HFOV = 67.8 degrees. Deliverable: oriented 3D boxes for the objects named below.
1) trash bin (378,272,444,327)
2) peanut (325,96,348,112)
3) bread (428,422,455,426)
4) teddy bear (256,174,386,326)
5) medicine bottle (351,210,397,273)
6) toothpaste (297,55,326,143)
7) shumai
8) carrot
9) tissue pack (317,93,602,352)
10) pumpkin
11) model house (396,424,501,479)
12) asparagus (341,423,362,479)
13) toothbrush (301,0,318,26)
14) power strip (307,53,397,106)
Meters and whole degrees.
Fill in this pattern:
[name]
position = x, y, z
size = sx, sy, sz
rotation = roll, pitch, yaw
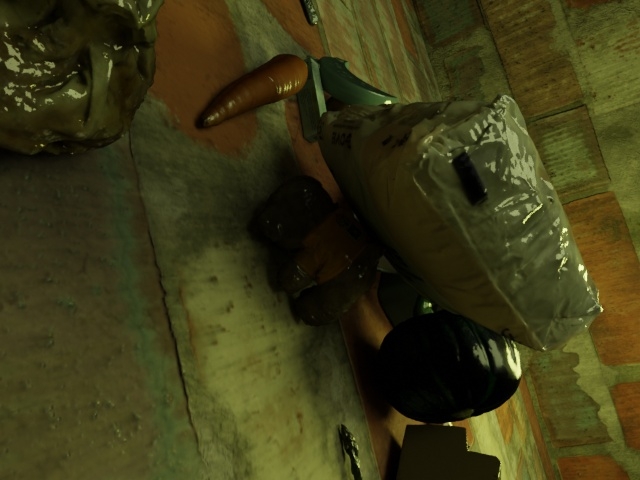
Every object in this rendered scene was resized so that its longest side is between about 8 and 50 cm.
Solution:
[trash bin]
position = 0.315, 0.067, 1.008
size = 0.158, 0.344, 0.223
rotation = 58, 30, -23
[peanut]
position = 0.054, -0.282, 1.025
size = 0.076, 0.076, 0.152
rotation = 65, 29, -14
[bread]
position = 0.271, 0.418, 1.032
size = 0.103, 0.049, 0.062
rotation = 61, 28, -18
[teddy bear]
position = 0.000, 0.000, 0.671
size = 0.190, 0.140, 0.177
rotation = 46, 49, -11
[medicine bottle]
position = 0.197, -0.110, 1.033
size = 0.213, 0.214, 0.378
rotation = 61, 28, -23
[toothpaste]
position = -0.016, -0.266, 0.900
size = 0.034, 0.046, 0.164
rotation = 18, 58, -57
[shumai]
position = -0.181, -0.165, 0.360
size = 0.161, 0.153, 0.209
rotation = 57, 33, -14
[carrot]
position = -0.093, -0.232, 0.724
size = 0.069, 0.069, 0.336
rotation = 63, 33, -18
[tissue pack]
position = 0.171, -0.038, 0.682
size = 0.390, 0.195, 0.375
rotation = 51, -8, -19
[pumpkin]
position = 0.215, 0.195, 0.850
size = 0.248, 0.248, 0.247
rotation = 42, 39, -46
[model house]
position = 0.225, 0.469, 0.814
size = 0.181, 0.176, 0.247
rotation = -59, 143, -58
[asparagus]
position = 0.057, 0.377, 0.666
size = 0.022, 0.023, 0.232
rotation = 131, -49, -67
[toothbrush]
position = -0.063, -0.627, 1.064
size = 0.030, 0.031, 0.297
rotation = -26, 100, -39
[power strip]
position = 0.049, -0.326, 0.971
size = 0.137, 0.044, 0.216
rotation = -8, 45, -43
